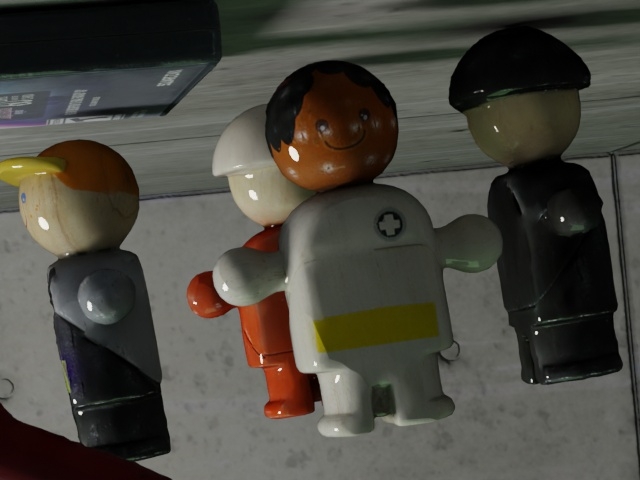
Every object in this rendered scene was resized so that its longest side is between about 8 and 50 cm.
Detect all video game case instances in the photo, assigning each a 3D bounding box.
[{"bbox_3d":[-0.183,-0.053,0.667,0.274,0.026,0.196,-6,180,-10],"label":"video game case"}]

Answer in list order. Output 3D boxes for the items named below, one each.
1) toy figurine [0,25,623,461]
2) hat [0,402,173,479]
[{"bbox_3d":[0.000,0.000,0.757,0.213,0.148,0.209,-11,178,39],"label":"toy figurine"},{"bbox_3d":[-0.172,0.047,0.431,0.173,0.183,0.208,-23,171,-40],"label":"hat"}]
